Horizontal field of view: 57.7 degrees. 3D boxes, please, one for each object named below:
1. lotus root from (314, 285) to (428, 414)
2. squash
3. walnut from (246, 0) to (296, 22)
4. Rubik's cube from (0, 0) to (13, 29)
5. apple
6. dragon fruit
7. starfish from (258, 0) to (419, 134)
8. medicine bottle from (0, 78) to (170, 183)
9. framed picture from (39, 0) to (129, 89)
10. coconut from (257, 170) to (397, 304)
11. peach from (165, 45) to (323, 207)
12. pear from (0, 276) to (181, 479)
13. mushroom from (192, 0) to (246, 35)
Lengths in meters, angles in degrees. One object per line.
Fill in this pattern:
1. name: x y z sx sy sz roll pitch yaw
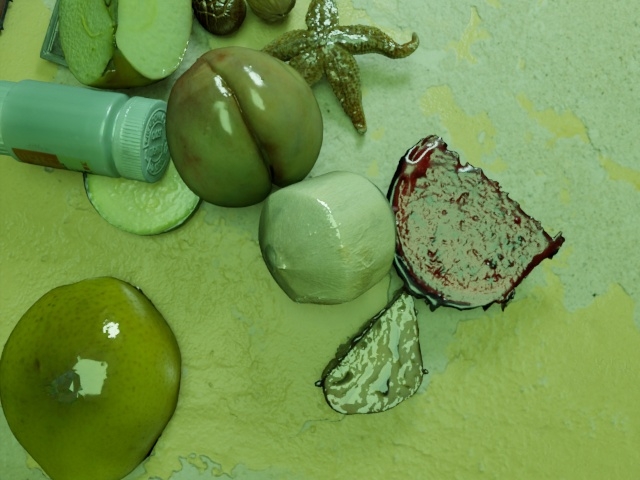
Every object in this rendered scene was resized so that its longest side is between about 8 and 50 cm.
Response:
1. lotus root: 0.118 0.234 1.127 0.260 0.074 0.170 -39 87 -5
2. squash: -0.352 -0.133 1.176 0.251 0.049 0.252 0 87 2
3. walnut: -0.102 -0.502 1.176 0.105 0.105 0.125 -22 66 -2
4. Rubik's cube: -0.792 -0.644 1.066 0.358 0.363 0.363 12 86 -1
5. apple: -0.370 -0.450 1.092 0.253 0.179 0.346 2 87 -13
6. dragon fruit: 0.250 -0.009 1.133 0.343 0.100 0.282 44 86 6
7. starfish: 0.010 -0.383 1.172 0.374 0.094 0.327 2 87 5
8. medicine bottle: -0.453 -0.207 1.083 0.317 0.158 0.158 10 85 4
9. framed picture: -0.443 -0.461 1.185 0.197 0.014 0.252 19 95 -2
10. coconut: 0.000 0.000 1.051 0.247 0.245 0.245 -22 84 -36
11. peach: -0.142 -0.207 1.060 0.292 0.247 0.293 -4 113 -9
12. pear: -0.440 0.263 1.065 0.340 0.191 0.387 -7 85 0
13. mushroom: -0.206 -0.484 1.183 0.109 0.085 0.126 -41 87 -3
